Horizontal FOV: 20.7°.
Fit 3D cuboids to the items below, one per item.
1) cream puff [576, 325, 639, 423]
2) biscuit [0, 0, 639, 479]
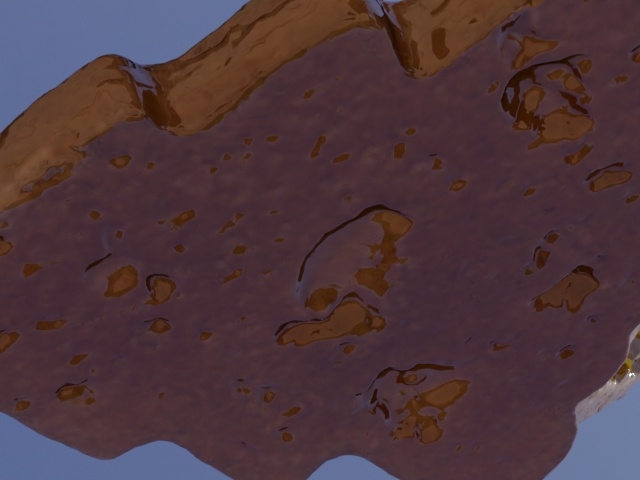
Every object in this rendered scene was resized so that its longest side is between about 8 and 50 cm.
[{"bbox_3d":[0.169,-0.029,1.229,0.231,0.343,0.327,45,-58,19],"label":"cream puff"},{"bbox_3d":[0.000,0.000,0.591,0.284,0.306,0.043,102,-22,-43],"label":"biscuit"}]
